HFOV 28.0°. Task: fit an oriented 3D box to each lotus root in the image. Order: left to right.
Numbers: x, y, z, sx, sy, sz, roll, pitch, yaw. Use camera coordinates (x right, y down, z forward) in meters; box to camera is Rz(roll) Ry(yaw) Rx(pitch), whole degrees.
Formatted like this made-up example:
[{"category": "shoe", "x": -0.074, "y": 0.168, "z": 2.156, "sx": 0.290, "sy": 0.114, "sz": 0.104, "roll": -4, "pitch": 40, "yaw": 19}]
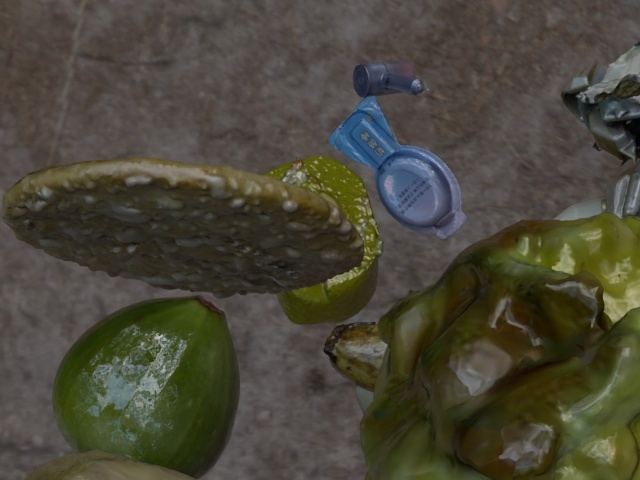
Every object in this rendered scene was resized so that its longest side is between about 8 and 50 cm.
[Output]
[{"category": "lotus root", "x": 0.133, "y": 0.154, "z": 1.688, "sx": 0.258, "sy": 0.110, "sz": 0.097, "roll": -1, "pitch": 81, "yaw": 0}]

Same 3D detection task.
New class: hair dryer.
[{"category": "hair dryer", "x": 0.089, "y": -0.172, "z": 1.395, "sx": 0.114, "sy": 0.063, "sz": 0.037, "roll": 26, "pitch": 122, "yaw": 59}]

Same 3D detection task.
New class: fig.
[{"category": "fig", "x": -0.253, "y": 0.226, "z": 2.003, "sx": 0.316, "sy": 0.316, "sz": 0.316, "roll": -4, "pitch": 81, "yaw": 29}]

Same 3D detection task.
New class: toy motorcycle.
[{"category": "toy motorcycle", "x": 0.283, "y": -0.088, "z": 1.168, "sx": 0.129, "sy": 0.094, "sz": 0.229, "roll": -6, "pitch": 59, "yaw": 22}]

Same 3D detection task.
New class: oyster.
[{"category": "oyster", "x": 0.267, "y": -0.145, "z": 1.000, "sx": 0.146, "sy": 0.045, "sz": 0.122, "roll": -37, "pitch": 27, "yaw": 22}]

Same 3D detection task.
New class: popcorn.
[{"category": "popcorn", "x": 0.154, "y": 0.101, "z": 0.713, "sx": 0.237, "sy": 0.293, "sz": 0.293, "roll": 39, "pitch": 107, "yaw": -16}]

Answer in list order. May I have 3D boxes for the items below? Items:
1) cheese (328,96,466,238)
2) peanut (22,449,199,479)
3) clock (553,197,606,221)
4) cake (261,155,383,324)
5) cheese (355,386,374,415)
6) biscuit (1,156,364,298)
[{"category": "cheese", "x": 0.125, "y": -0.104, "z": 1.975, "sx": 0.245, "sy": 0.052, "sz": 0.135, "roll": 47, "pitch": 125, "yaw": 2}, {"category": "peanut", "x": -0.092, "y": 0.207, "z": 0.560, "sx": 0.197, "sy": 0.110, "sz": 0.233, "roll": 46, "pitch": 109, "yaw": 6}, {"category": "clock", "x": 0.411, "y": 0.065, "z": 1.289, "sx": 0.325, "sy": 0.184, "sz": 0.342, "roll": -33, "pitch": 87, "yaw": -4}, {"category": "cake", "x": 0.000, "y": 0.000, "z": 1.993, "sx": 0.179, "sy": 0.156, "sz": 0.261, "roll": -16, "pitch": 58, "yaw": -5}, {"category": "cheese", "x": 0.152, "y": 0.373, "z": 1.815, "sx": 0.085, "sy": 0.034, "sz": 0.400, "roll": -6, "pitch": 116, "yaw": 45}, {"category": "biscuit", "x": -0.081, "y": -0.004, "z": 0.769, "sx": 0.219, "sy": 0.220, "sz": 0.033, "roll": -5, "pitch": 69, "yaw": 29}]
